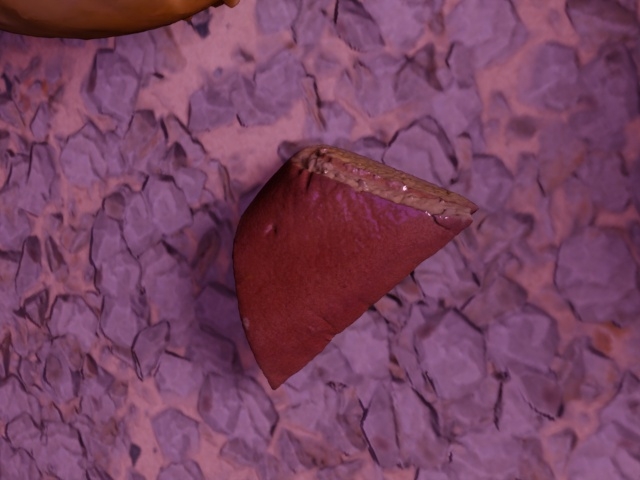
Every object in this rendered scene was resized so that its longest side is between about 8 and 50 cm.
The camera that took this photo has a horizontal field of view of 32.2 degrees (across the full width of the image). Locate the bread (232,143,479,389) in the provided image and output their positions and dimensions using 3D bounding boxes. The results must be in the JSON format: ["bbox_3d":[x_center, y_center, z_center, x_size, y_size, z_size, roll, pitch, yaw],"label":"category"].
[{"bbox_3d":[0.000,0.000,0.711,0.192,0.067,0.119,-44,72,29],"label":"bread"}]

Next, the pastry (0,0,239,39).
[{"bbox_3d":[-0.140,-0.316,0.656,0.409,0.245,0.410,2,94,31],"label":"pastry"}]
